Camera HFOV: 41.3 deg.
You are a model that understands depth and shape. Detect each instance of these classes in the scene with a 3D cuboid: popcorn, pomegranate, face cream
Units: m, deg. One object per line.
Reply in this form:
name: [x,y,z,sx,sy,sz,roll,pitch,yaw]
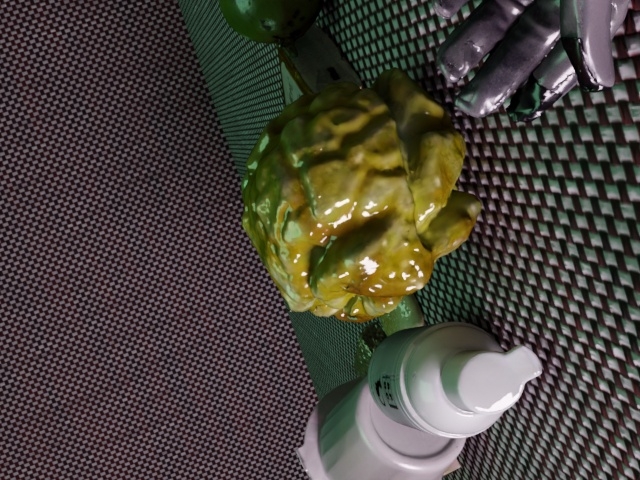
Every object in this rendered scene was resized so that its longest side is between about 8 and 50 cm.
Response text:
popcorn: [0.037,-0.043,0.960,0.247,0.282,0.282,56,169,4]
pomegranate: [-0.063,-0.384,1.219,0.156,0.156,0.220,141,140,-80]
face cream: [0.159,0.171,1.058,0.370,0.145,0.145,125,124,-79]

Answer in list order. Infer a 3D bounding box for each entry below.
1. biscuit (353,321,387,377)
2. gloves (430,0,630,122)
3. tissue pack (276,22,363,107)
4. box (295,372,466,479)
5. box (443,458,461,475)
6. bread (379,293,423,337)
biscuit: [0.106,0.231,1.705,0.082,0.070,0.168,55,163,25]
gloves: [0.143,-0.195,0.513,0.142,0.119,0.285,-120,28,-45]
tissue pack: [0.002,-0.196,1.328,0.226,0.092,0.183,80,166,-50]
box: [0.129,0.290,1.362,0.206,0.262,0.291,117,177,-57]
box: [0.159,0.347,1.567,0.168,0.095,0.212,92,155,-69]
bread: [0.117,0.088,1.434,0.182,0.039,0.251,135,115,-80]
